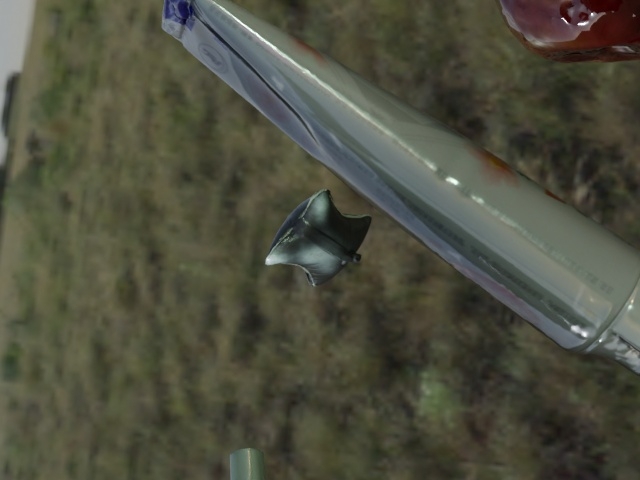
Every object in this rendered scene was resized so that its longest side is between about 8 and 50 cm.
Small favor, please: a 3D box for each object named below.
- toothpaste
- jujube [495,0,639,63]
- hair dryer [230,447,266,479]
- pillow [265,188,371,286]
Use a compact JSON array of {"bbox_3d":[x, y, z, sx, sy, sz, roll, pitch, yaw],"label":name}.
[{"bbox_3d":[0.054,-0.031,0.733,0.066,0.323,0.100,-56,3,-10],"label":"toothpaste"},{"bbox_3d":[0.190,-0.282,0.949,0.223,0.223,0.318,177,92,-78],"label":"jujube"},{"bbox_3d":[-0.052,0.264,1.494,0.124,0.038,0.063,38,-140,-51],"label":"hair dryer"},{"bbox_3d":[-0.001,-0.002,1.420,0.135,0.091,0.055,28,-141,-60],"label":"pillow"}]
